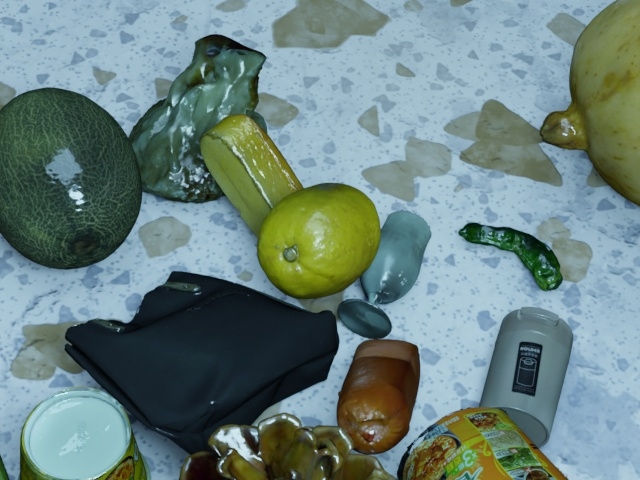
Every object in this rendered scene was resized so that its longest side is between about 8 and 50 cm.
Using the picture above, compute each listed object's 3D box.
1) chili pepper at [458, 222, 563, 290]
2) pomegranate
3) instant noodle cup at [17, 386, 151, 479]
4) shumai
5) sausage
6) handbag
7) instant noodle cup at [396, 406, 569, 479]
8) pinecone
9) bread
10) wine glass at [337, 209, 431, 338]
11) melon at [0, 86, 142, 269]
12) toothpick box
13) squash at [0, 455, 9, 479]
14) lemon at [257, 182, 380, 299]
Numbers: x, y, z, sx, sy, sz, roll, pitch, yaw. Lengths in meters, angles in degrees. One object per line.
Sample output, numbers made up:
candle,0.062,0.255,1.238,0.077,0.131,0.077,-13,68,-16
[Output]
chili pepper,0.311,0.013,1.967,0.182,0.050,0.073,29,60,21
pomegranate,0.558,-0.225,2.002,0.410,0.410,0.410,3,50,-3
instant noodle cup,-0.315,0.290,1.614,0.182,0.144,0.182,3,50,-3
shumai,-0.202,-0.203,2.009,0.222,0.203,0.272,18,54,12
sausage,0.082,0.205,1.674,0.097,0.094,0.348,2,10,8
handbag,-0.175,0.156,1.723,0.288,0.152,0.342,27,31,25
instant noodle cup,0.215,0.337,1.587,0.230,0.230,0.182,-14,42,-16
pinecone,-0.050,0.362,1.438,0.384,0.384,0.384,3,50,-3
bread,-0.088,-0.087,1.927,0.094,0.102,0.245,-37,96,-29
wine glass,0.103,0.048,1.891,0.093,0.093,0.202,19,53,11
melon,-0.397,-0.101,1.877,0.237,0.237,0.301,-15,52,-17
toothpick box,0.294,0.197,1.770,0.111,0.111,0.180,16,52,9
squash,-0.444,0.320,1.630,0.066,0.066,0.229,-17,52,-19
lemon,0.000,0.000,1.807,0.170,0.170,0.207,33,31,21
